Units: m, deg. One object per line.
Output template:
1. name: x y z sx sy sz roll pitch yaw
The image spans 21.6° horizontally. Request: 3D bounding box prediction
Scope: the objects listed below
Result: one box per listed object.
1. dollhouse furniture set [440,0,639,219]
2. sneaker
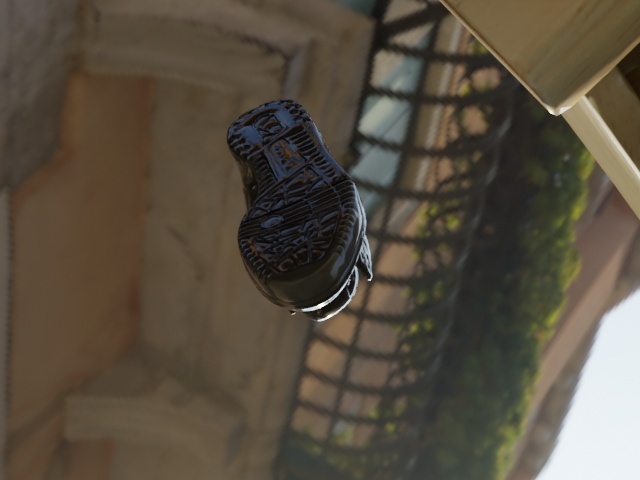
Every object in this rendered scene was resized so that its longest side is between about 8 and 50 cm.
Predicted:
1. dollhouse furniture set: 0.224 0.040 0.332 0.394 0.362 0.256 51 7 32
2. sneaker: -0.002 0.001 0.704 0.051 0.170 0.089 -21 -58 3
